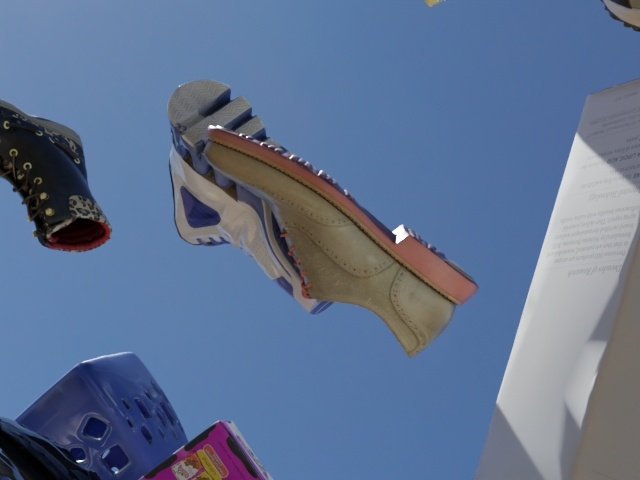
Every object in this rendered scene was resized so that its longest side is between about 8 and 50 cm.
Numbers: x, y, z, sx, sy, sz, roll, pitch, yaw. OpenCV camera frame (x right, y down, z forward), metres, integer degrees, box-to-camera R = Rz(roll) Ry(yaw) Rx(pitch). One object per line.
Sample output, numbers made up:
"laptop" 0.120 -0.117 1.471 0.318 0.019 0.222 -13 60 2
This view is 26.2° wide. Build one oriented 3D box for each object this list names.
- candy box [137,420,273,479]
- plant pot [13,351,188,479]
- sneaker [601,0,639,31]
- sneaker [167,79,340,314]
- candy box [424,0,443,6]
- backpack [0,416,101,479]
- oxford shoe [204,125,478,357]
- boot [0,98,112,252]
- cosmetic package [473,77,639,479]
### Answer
"candy box" -0.141 0.308 1.352 0.159 0.233 0.071 54 1 11
"plant pot" -0.253 0.280 1.544 0.212 0.236 0.236 47 5 7
"sneaker" 0.348 -0.226 1.158 0.271 0.100 0.108 16 -61 53
"sneaker" -0.082 -0.035 1.689 0.315 0.127 0.182 49 -30 14
"candy box" 0.105 -0.450 1.565 0.183 0.087 0.316 -39 -92 35
"backpack" -0.237 0.241 0.978 0.263 0.213 0.276 47 7 34
"oxford shoe" 0.000 0.000 1.523 0.348 0.123 0.130 35 -84 3
"boot" -0.369 -0.081 1.679 0.236 0.178 0.085 13 -53 -44
"cosmetic package" 0.299 0.072 1.171 0.217 0.385 0.156 22 -15 -20
